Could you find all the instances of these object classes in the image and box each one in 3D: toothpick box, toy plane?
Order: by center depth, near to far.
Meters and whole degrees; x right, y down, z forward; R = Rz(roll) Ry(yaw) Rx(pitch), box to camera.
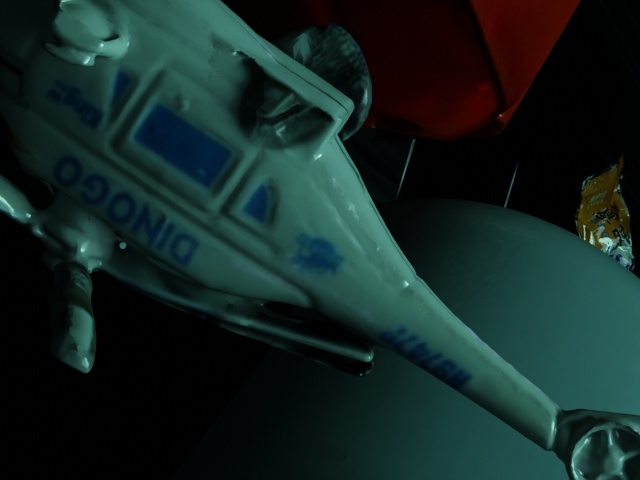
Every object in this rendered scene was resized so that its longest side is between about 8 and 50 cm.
[{"bbox_3d":[-0.001,0.003,0.547,0.107,0.273,0.182,-56,161,14],"label":"toy plane"},{"bbox_3d":[0.037,0.138,0.716,0.354,0.263,0.263,-54,150,-46],"label":"toothpick box"}]

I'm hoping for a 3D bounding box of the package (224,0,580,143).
[{"bbox_3d":[0.020,-0.181,0.659,0.423,0.123,0.196,52,53,-66],"label":"package"}]

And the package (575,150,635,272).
[{"bbox_3d":[0.209,-0.006,1.369,0.077,0.033,0.110,-25,115,-35],"label":"package"}]
